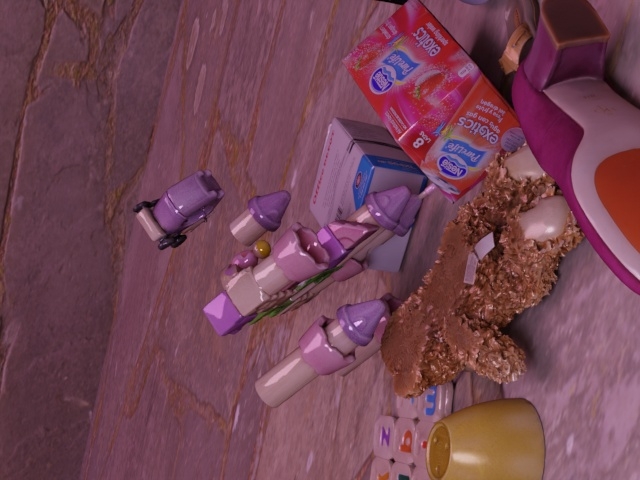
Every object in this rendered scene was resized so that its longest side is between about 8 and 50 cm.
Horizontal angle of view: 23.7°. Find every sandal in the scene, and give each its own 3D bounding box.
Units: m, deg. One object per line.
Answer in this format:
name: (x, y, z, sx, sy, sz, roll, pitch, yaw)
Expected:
sandal: (0.227, -0.220, 1.747, 0.072, 0.049, 0.180, 119, 153, -45)

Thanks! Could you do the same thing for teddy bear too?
teddy bear: (0.193, 0.042, 1.695, 0.338, 0.113, 0.245, -67, 30, 20)

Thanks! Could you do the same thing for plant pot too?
plant pot: (0.170, 0.234, 1.663, 0.134, 0.095, 0.134, -172, 90, -72)

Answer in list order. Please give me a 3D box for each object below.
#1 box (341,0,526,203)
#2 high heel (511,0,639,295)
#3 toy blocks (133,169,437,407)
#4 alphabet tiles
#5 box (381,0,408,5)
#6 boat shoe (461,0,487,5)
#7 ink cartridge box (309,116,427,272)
box: (0.134, -0.172, 1.818, 0.128, 0.122, 0.257, -41, 30, 9)
high heel: (0.277, -0.058, 1.495, 0.181, 0.127, 0.377, 91, 173, -50)
toy blocks: (0.000, 0.000, 1.882, 0.260, 0.288, 0.309, -39, 80, 22)
alphabet tiles: (0.119, 0.309, 1.900, 0.278, 0.021, 0.284, 169, 108, -71)
box: (0.112, -0.444, 2.126, 0.147, 0.077, 0.180, 127, 145, -56)
boat shoe: (0.205, -0.339, 1.829, 0.076, 0.080, 0.228, -44, 15, -12)
ink cartridge box: (0.062, -0.066, 2.113, 0.203, 0.085, 0.148, -120, 42, -62)
